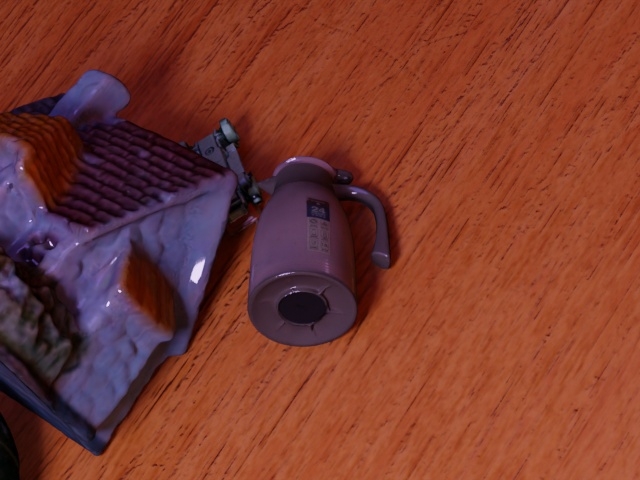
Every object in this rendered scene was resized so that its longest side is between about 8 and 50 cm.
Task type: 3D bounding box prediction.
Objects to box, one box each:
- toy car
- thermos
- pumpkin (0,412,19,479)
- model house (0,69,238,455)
[{"bbox_3d":[-0.105,-0.067,1.975,0.073,0.054,0.143,-32,40,6],"label":"toy car"},{"bbox_3d":[0.000,0.000,1.827,0.137,0.105,0.193,-1,44,2],"label":"thermos"},{"bbox_3d":[-0.442,0.252,1.833,0.300,0.207,0.300,-18,49,22],"label":"pumpkin"},{"bbox_3d":[-0.265,-0.023,1.883,0.360,0.297,0.339,25,69,45],"label":"model house"}]
